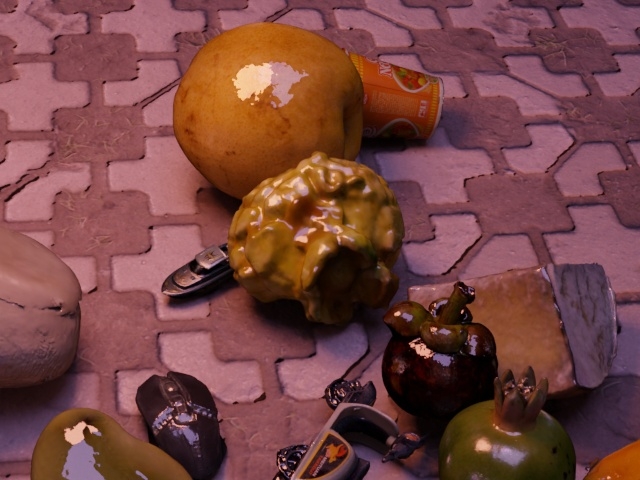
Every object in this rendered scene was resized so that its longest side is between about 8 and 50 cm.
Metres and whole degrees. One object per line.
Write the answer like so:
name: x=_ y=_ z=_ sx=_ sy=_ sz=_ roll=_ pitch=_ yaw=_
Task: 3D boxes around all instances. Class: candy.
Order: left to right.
candy: x=-0.469 y=0.096 z=1.646 sx=0.295 sy=0.185 sz=0.295 roll=27 pitch=23 yaw=-12

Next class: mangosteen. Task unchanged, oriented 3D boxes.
mangosteen: x=0.159 y=0.159 z=1.643 sx=0.172 sy=0.184 sz=0.172 roll=-23 pitch=7 yaw=3

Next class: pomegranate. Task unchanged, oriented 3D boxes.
pomegranate: x=0.244 y=0.267 z=1.537 sx=0.187 sy=0.225 sz=0.187 roll=2 pitch=29 yaw=-1

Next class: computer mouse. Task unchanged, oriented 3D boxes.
computer mouse: x=-0.190 y=0.245 z=1.629 sx=0.106 sy=0.062 sz=0.192 roll=-11 pitch=47 yaw=-18

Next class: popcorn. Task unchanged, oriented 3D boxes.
popcorn: x=0.000 y=0.000 z=1.801 sx=0.270 sy=0.224 sz=0.257 roll=21 pitch=62 yaw=3

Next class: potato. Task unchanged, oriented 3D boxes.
potato: x=0.291 y=0.142 z=1.776 sx=0.264 sy=0.189 sz=0.211 roll=-11 pitch=-7 yaw=31

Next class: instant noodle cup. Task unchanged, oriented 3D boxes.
instant noodle cup: x=0.116 y=-0.248 z=2.134 sx=0.185 sy=0.168 sz=0.168 roll=7 pitch=43 yaw=-10

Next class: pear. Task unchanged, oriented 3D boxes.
pear: x=-0.084 y=-0.205 z=1.954 sx=0.314 sy=0.314 sz=0.314 roll=3 pitch=43 yaw=-3

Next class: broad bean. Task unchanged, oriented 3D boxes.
broad bean: x=-0.261 y=0.324 z=1.496 sx=0.263 sy=0.121 sz=0.189 roll=35 pitch=54 yaw=25

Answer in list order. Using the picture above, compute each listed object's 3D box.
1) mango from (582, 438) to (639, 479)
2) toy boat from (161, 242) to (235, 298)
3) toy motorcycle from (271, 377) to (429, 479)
mango: x=0.450 y=0.342 z=1.548 sx=0.257 sy=0.138 sz=0.187 roll=-27 pitch=40 yaw=-34
toy boat: x=-0.185 y=0.052 z=1.841 sx=0.141 sy=0.060 sz=0.055 roll=-28 pitch=54 yaw=-27
toy motorcycle: x=0.035 y=0.289 z=1.590 sx=0.157 sy=0.091 sz=0.263 roll=25 pitch=45 yaw=14
